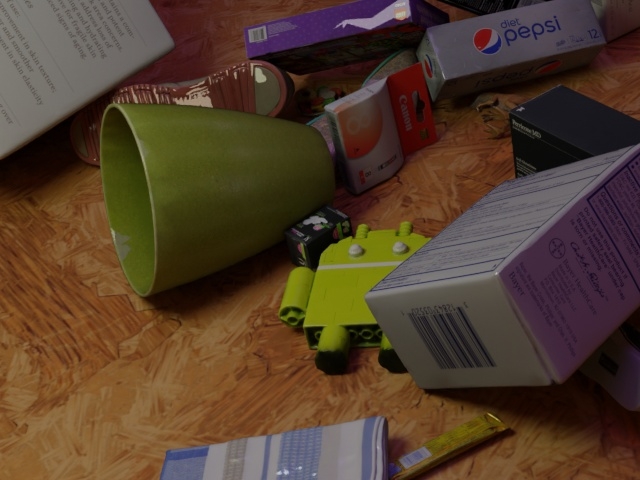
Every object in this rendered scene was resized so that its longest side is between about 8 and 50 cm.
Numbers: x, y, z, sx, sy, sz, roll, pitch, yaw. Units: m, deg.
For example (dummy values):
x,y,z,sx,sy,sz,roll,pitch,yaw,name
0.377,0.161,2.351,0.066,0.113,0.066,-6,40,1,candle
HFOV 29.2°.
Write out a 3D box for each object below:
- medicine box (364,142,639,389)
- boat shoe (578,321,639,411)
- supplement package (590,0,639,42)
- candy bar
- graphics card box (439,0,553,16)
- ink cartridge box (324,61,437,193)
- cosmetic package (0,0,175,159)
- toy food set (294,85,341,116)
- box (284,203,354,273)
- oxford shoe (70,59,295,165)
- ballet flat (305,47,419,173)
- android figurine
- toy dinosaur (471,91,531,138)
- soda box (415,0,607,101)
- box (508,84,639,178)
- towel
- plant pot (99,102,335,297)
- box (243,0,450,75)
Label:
x,y,z,sx,sy,sz,roll,pitch,yaw,name
0.248,0.035,1.455,0.289,0.149,0.263,-37,11,-29,medicine box
0.357,0.140,1.442,0.070,0.078,0.219,12,21,-19,boat shoe
0.555,-0.501,2.140,0.293,0.178,0.175,-27,38,-16,supplement package
0.141,0.240,1.415,0.161,0.018,0.040,-25,34,-15,candy bar
0.233,-0.451,2.085,0.371,0.094,0.233,9,21,-36,graphics card box
0.103,-0.171,1.874,0.179,0.145,0.045,-26,32,-17,ink cartridge box
-0.534,-0.345,2.086,0.393,0.329,0.327,-38,16,-31,cosmetic package
-0.004,-0.241,2.110,0.082,0.020,0.083,-10,36,6,toy food set
0.000,0.000,1.748,0.083,0.062,0.052,-32,41,-25,box
-0.227,-0.206,2.083,0.397,0.141,0.146,-10,5,14,oxford shoe
0.086,-0.194,1.970,0.106,0.107,0.316,36,62,23,ballet flat
0.073,0.067,1.643,0.248,0.056,0.273,-3,39,16,android figurine
0.315,-0.207,1.922,0.211,0.064,0.112,19,46,37,toy dinosaur
0.307,-0.313,1.988,0.286,0.091,0.098,-15,75,-12,soda box
0.374,-0.070,1.614,0.103,0.184,0.261,-30,39,-20,box
-0.059,0.290,1.388,0.285,0.034,0.209,-10,35,12,towel
-0.139,-0.079,1.768,0.293,0.275,0.275,-11,33,-22,plant pot
0.048,-0.339,2.033,0.293,0.057,0.201,-8,-4,25,box
